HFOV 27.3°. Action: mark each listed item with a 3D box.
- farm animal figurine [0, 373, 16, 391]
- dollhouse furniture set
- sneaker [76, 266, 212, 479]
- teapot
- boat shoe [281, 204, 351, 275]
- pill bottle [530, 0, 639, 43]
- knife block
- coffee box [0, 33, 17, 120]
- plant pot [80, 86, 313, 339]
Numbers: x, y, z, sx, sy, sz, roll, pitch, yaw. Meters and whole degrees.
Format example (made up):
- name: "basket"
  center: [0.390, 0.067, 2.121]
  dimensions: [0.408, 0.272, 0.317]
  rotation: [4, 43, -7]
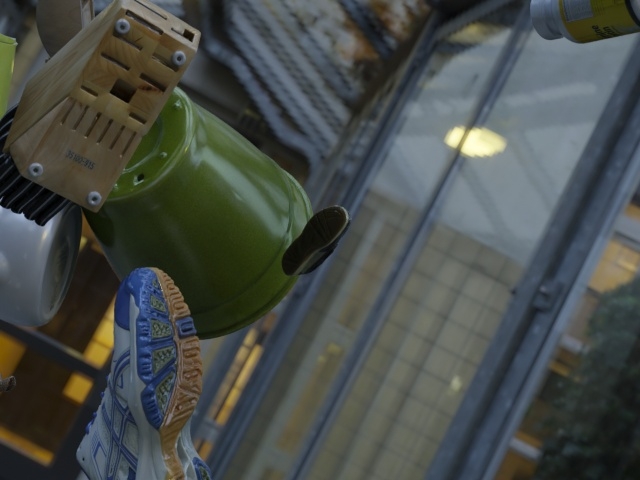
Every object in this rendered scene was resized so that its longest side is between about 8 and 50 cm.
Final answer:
- name: "farm animal figurine"
  center: [-0.426, 0.204, 1.373]
  dimensions: [0.327, 0.330, 0.172]
  rotation: [59, 22, -2]
- name: "dollhouse furniture set"
  center: [-0.439, -0.405, 2.064]
  dimensions: [0.173, 0.356, 0.303]
  rotation: [-1, 20, -1]
- name: "sneaker"
  center: [-0.188, 0.176, 1.290]
  dimensions: [0.130, 0.297, 0.112]
  rotation: [-6, -3, 26]
- name: "teapot"
  center: [-0.509, 0.011, 2.156]
  dimensions: [0.187, 0.253, 0.256]
  rotation: [14, -29, 4]
- name: "boat shoe"
  center: [0.000, 0.000, 1.997]
  dimensions: [0.049, 0.152, 0.056]
  rotation: [6, 53, -44]
- name: "pill bottle"
  center: [0.382, -0.325, 1.801]
  dimensions: [0.103, 0.103, 0.184]
  rotation: [34, -25, -35]
- name: "knife block"
  center: [-0.253, -0.138, 1.349]
  dimensions: [0.088, 0.276, 0.242]
  rotation: [28, 9, -28]
- name: "coffee box"
  center: [-0.781, -0.244, 2.351]
  dimensions: [0.334, 0.338, 0.338]
  rotation: [8, -1, 12]
- name: "plant pot"
  center: [-0.244, -0.076, 2.202]
  dimensions: [0.366, 0.366, 0.353]
  rotation: [23, -19, 34]
